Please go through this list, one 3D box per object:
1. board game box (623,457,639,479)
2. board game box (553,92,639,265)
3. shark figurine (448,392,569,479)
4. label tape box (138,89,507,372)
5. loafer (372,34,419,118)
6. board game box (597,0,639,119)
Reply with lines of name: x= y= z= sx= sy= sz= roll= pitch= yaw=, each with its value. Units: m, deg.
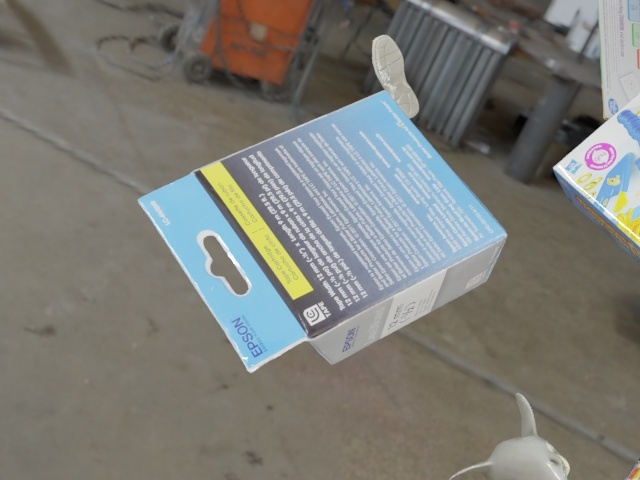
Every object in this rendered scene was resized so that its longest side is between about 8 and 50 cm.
board game box: x=0.394 y=0.291 z=1.318 sx=0.030 sy=0.259 sz=0.136 roll=40 pitch=-7 yaw=-13
board game box: x=0.481 y=-0.078 z=1.302 sx=0.302 sy=0.308 sz=0.086 roll=51 pitch=3 yaw=41
shark figurine: x=0.211 y=0.302 z=1.382 sx=0.116 sy=0.278 sz=0.166 roll=-9 pitch=49 yaw=-12
label tape box: x=0.000 y=0.000 z=1.321 sx=0.348 sy=0.115 sz=0.249 roll=-27 pitch=64 yaw=-22
loafer: x=0.099 y=-0.231 z=1.617 sx=0.045 sy=0.125 sz=0.039 roll=-28 pitch=19 yaw=-10
board game box: x=0.546 y=-0.251 z=1.584 sx=0.316 sy=0.242 sz=0.064 roll=18 pitch=50 yaw=33
